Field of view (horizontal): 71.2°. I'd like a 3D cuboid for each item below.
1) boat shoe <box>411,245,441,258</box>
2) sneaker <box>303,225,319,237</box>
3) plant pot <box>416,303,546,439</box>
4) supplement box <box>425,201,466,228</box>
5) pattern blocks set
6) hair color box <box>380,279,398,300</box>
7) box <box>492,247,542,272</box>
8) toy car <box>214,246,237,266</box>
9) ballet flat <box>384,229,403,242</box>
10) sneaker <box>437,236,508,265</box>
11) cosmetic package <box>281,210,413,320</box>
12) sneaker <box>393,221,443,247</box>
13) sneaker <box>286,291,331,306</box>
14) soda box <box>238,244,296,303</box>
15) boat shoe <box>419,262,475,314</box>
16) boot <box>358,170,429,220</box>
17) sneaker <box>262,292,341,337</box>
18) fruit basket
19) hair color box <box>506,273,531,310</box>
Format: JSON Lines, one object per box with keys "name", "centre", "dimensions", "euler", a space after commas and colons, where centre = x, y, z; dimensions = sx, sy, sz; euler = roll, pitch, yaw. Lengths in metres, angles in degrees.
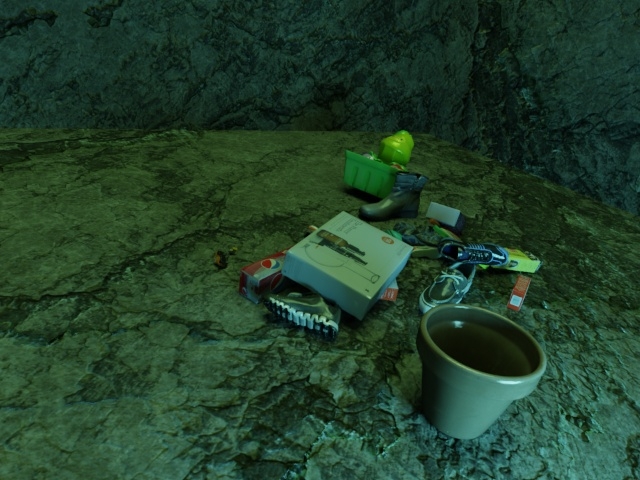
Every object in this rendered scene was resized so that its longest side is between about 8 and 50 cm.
{"name": "boat shoe", "centre": [0.418, 0.044, 1.770], "dimensions": [0.136, 0.049, 0.043], "euler": [-1, 25, -8]}
{"name": "sneaker", "centre": [0.000, 0.000, 1.735], "dimensions": [0.157, 0.061, 0.065], "euler": [25, 57, 32]}
{"name": "plant pot", "centre": [0.328, 0.304, 0.997], "dimensions": [0.262, 0.229, 0.263], "euler": [7, 26, -3]}
{"name": "supplement box", "centre": [0.550, -0.093, 1.947], "dimensions": [0.130, 0.073, 0.239], "euler": [22, 2, 26]}
{"name": "pattern blocks set", "centre": [0.533, 0.012, 1.738], "dimensions": [0.285, 0.026, 0.324], "euler": [48, 17, 32]}
{"name": "hair color box", "centre": [0.165, 0.144, 1.475], "dimensions": [0.167, 0.053, 0.093], "euler": [6, 27, -3]}
{"name": "box", "centre": [0.752, 0.073, 1.761], "dimensions": [0.232, 0.058, 0.087], "euler": [8, 28, -21]}
{"name": "toy car", "centre": [-0.323, 0.062, 1.529], "dimensions": [0.040, 0.060, 0.122], "euler": [-29, -6, 21]}
{"name": "ballet flat", "centre": [0.302, 0.034, 1.719], "dimensions": [0.087, 0.083, 0.247], "euler": [19, 26, -12]}
{"name": "sneaker", "centre": [0.512, 0.048, 1.508], "dimensions": [0.232, 0.082, 0.090], "euler": [10, 21, 18]}
{"name": "cosmetic package", "centre": [0.098, 0.060, 1.421], "dimensions": [0.284, 0.097, 0.377], "euler": [30, 34, 15]}
{"name": "sneaker", "centre": [0.403, -0.016, 1.822], "dimensions": [0.211, 0.081, 0.080], "euler": [20, 66, 29]}
{"name": "sneaker", "centre": [-0.037, 0.183, 1.333], "dimensions": [0.144, 0.053, 0.059], "euler": [10, 24, 0]}
{"name": "soda box", "centre": [-0.135, 0.100, 1.422], "dimensions": [0.083, 0.092, 0.263], "euler": [26, 31, 30]}
{"name": "boat shoe", "centre": [0.422, 0.144, 1.479], "dimensions": [0.121, 0.119, 0.335], "euler": [22, 29, 25]}
{"name": "boot", "centre": [0.335, -0.218, 2.073], "dimensions": [0.338, 0.223, 0.118], "euler": [-8, 31, -30]}
{"name": "sneaker", "centre": [-0.045, 0.188, 1.263], "dimensions": [0.234, 0.078, 0.106], "euler": [19, 51, 12]}
{"name": "fruit basket", "centre": [0.336, -0.403, 2.274], "dimensions": [0.392, 0.392, 0.283], "euler": [28, 13, 34]}
{"name": "hair color box", "centre": [0.687, 0.179, 1.547], "dimensions": [0.043, 0.072, 0.141], "euler": [22, 28, 25]}
